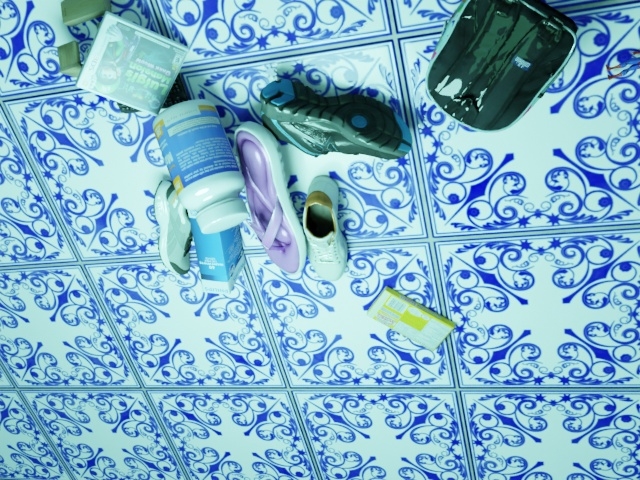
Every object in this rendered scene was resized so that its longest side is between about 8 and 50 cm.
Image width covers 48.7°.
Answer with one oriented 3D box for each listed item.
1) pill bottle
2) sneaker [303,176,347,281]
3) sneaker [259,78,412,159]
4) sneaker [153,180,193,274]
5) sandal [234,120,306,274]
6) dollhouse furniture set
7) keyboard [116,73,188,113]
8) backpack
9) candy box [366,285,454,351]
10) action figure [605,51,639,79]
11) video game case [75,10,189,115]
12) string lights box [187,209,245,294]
[{"bbox_3d":[-0.258,-0.159,1.566,0.152,0.152,0.272,-27,79,30],"label":"pill bottle"},{"bbox_3d":[0.000,0.000,1.698,0.105,0.123,0.290,0,125,13],"label":"sneaker"},{"bbox_3d":[0.033,-0.244,1.538,0.340,0.125,0.140,20,146,7],"label":"sneaker"},{"bbox_3d":[-0.354,-0.023,1.798,0.107,0.100,0.272,5,125,6],"label":"sneaker"},{"bbox_3d":[-0.143,-0.080,1.656,0.169,0.102,0.417,21,136,41],"label":"sandal"},{"bbox_3d":[-0.494,-0.452,1.577,0.144,0.123,0.151,-10,86,22],"label":"dollhouse furniture set"},{"bbox_3d":[-0.399,-0.348,1.627,0.180,0.023,0.108,-4,123,17],"label":"keyboard"},{"bbox_3d":[0.323,-0.341,1.322,0.225,0.191,0.254,29,120,-2],"label":"backpack"},{"bbox_3d":[0.233,0.204,1.833,0.205,0.027,0.105,29,129,-5],"label":"candy box"},{"bbox_3d":[0.605,-0.340,1.346,0.115,0.030,0.038,-14,125,18],"label":"action figure"},{"bbox_3d":[-0.405,-0.376,1.528,0.190,0.022,0.173,17,115,-34],"label":"video game case"},{"bbox_3d":[-0.254,-0.009,1.754,0.076,0.133,0.260,4,125,12],"label":"string lights box"}]
